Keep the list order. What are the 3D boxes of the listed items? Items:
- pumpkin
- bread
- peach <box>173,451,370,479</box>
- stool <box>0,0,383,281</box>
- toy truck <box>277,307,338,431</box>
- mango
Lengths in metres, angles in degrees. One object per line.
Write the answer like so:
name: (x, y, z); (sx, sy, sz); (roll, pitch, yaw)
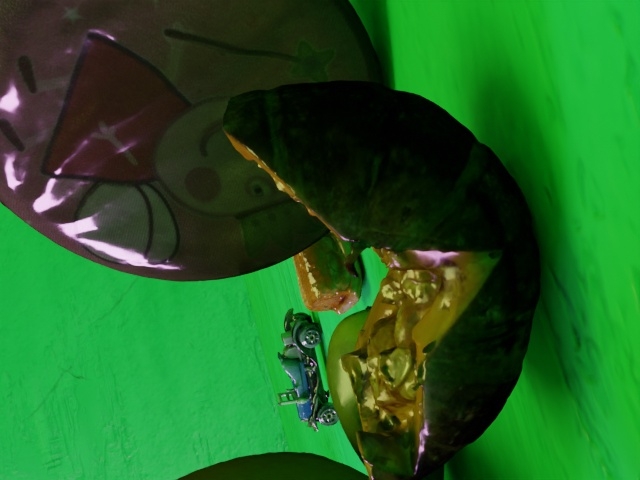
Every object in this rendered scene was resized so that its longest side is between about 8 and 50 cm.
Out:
pumpkin: (0.039, 0.009, 0.431); (0.119, 0.107, 0.183); (-105, -4, -74)
bread: (0.000, 0.000, 0.894); (0.074, 0.053, 0.132); (107, 148, -68)
peach: (-0.032, 0.279, 0.613); (0.372, 0.290, 0.372); (29, 170, 6)
stool: (-0.093, -0.122, 0.675); (0.178, 0.272, 0.272); (-89, -7, -49)
toy truck: (-0.029, 0.172, 1.319); (0.080, 0.078, 0.154); (-140, 36, -74)
mango: (0.048, 0.121, 0.685); (0.091, 0.074, 0.165); (-132, 26, -66)
